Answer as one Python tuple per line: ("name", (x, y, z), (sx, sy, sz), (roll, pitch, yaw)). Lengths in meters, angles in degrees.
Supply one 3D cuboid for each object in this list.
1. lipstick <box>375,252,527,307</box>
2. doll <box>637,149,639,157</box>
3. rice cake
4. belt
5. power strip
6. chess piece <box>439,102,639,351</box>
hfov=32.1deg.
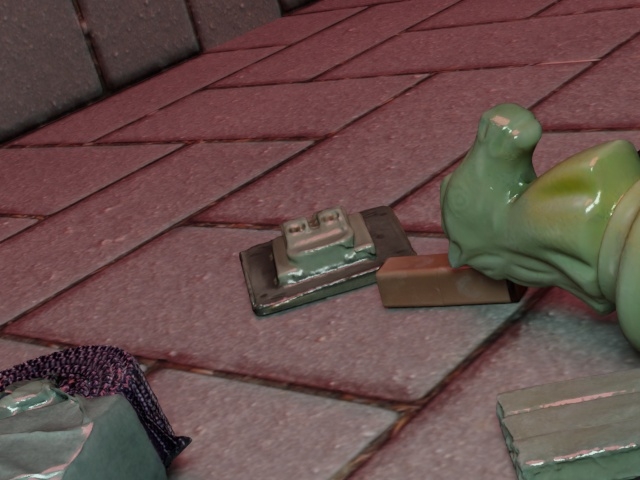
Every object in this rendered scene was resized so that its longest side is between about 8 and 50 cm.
("lipstick", (0.132, 0.039, 1.121), (0.145, 0.045, 0.045), (-5, 24, 28))
("doll", (0.455, -0.110, 1.161), (0.257, 0.117, 0.182), (-21, -1, -22))
("rice cake", (0.240, 0.130, 0.808), (0.211, 0.038, 0.124), (-14, 20, 5))
("belt", (-0.269, 0.200, 0.898), (0.260, 0.122, 0.325), (-5, 23, 39))
("power strip", (0.000, 0.000, 1.299), (0.198, 0.064, 0.213), (-19, 21, -3))
("chess piece", (0.219, -0.018, 0.955), (0.176, 0.175, 0.298), (-30, 35, -33))
